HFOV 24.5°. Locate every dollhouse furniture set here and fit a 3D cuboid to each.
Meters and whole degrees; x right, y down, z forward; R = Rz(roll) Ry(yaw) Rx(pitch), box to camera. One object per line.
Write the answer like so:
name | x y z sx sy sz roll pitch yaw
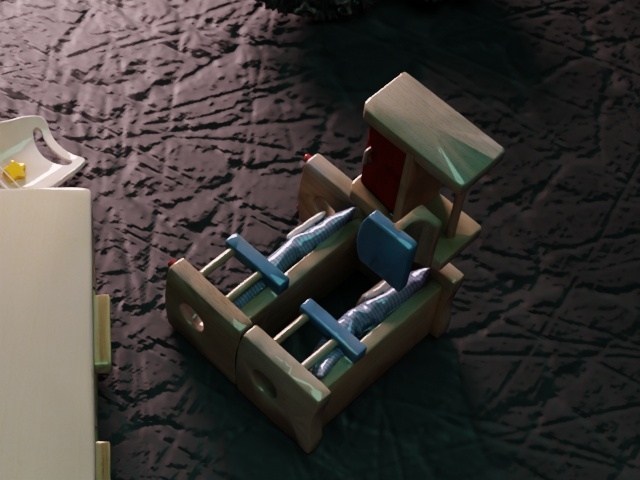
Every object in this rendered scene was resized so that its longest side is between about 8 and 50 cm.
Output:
dollhouse furniture set | 0.000 0.000 0.846 0.129 0.183 0.129 40 60 20

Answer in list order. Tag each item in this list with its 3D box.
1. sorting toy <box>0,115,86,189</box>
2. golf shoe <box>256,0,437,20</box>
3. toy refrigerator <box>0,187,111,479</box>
sorting toy | -0.194 -0.050 0.948 0.075 0.045 0.083 -31 64 -33
golf shoe | 0.025 -0.215 1.076 0.198 0.077 0.094 -4 42 -14
toy refrigerator | -0.160 0.108 0.804 0.094 0.102 0.269 -2 55 -8
